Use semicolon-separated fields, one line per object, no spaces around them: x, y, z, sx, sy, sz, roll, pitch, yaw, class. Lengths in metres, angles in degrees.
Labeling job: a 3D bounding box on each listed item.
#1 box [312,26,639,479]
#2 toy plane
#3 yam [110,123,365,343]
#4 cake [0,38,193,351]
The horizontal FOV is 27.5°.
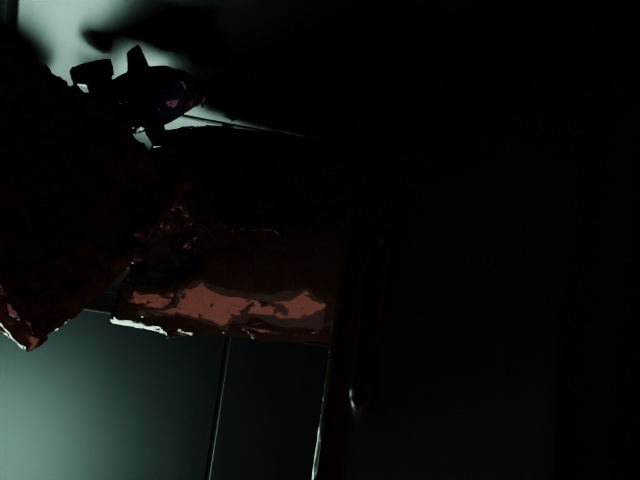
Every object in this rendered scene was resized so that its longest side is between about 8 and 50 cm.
0.201;0.059;0.581;0.339;0.239;0.229;11;169;-18;box
-0.100;-0.067;0.677;0.062;0.054;0.167;-17;-176;-28;toy plane
0.000;0.002;0.771;0.238;0.128;0.129;4;139;-11;yam
-0.191;-0.053;0.538;0.116;0.113;0.295;-2;147;40;cake
